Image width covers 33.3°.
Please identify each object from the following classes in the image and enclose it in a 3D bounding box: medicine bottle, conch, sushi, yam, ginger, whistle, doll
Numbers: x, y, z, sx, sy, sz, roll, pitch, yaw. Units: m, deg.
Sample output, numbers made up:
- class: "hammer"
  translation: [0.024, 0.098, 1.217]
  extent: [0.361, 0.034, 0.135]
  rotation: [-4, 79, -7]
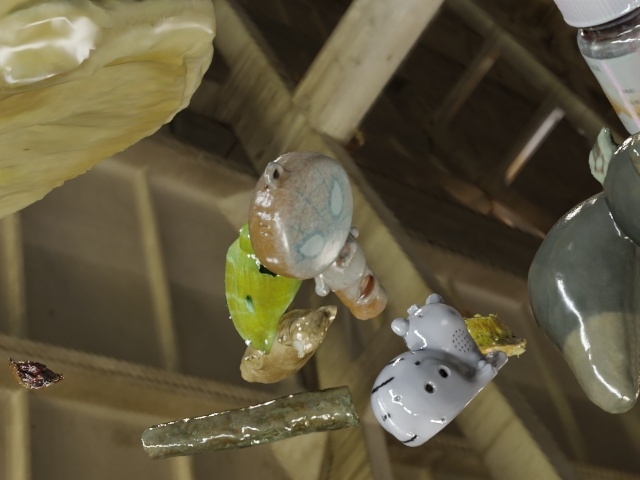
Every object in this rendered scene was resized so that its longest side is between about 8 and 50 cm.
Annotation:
- class: "medicine bottle"
  translation: [0.411, -0.262, 1.353]
  extent: [0.273, 0.165, 0.165]
  rotation: [50, -166, -25]
- class: "conch"
  translation: [-0.065, 0.031, 1.243]
  extent: [0.095, 0.201, 0.079]
  rotation: [36, -152, 23]
- class: "sushi"
  translation: [-0.498, 0.234, 1.866]
  extent: [0.099, 0.047, 0.050]
  rotation: [14, -108, -23]
- class: "yam"
  translation: [-0.088, 0.235, 1.361]
  extent: [0.061, 0.274, 0.061]
  rotation: [-12, -90, -88]
- class: "ginger"
  translation: [-0.045, 0.143, 1.503]
  extent: [0.086, 0.131, 0.294]
  rotation: [63, 165, 6]
- class: "whistle"
  translation: [0.000, 0.000, 0.920]
  extent: [0.057, 0.107, 0.220]
  rotation: [12, 155, 35]
- class: "doll"
  translation: [0.411, 0.057, 1.156]
  extent: [0.252, 0.378, 0.382]
  rotation: [4, -130, -12]

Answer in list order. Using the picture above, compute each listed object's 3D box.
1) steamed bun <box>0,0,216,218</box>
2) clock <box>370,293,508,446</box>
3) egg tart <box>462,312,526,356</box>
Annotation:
- class: "steamed bun"
  translation: [-0.162, -0.135, 0.636]
  extent: [0.247, 0.428, 0.189]
  rotation: [-14, -93, -22]
- class: "clock"
  translation: [0.111, 0.136, 1.153]
  extent: [0.117, 0.080, 0.176]
  rotation: [47, -132, 7]
- class: "egg tart"
  translation: [0.278, 0.183, 1.974]
  extent: [0.212, 0.212, 0.090]
  rotation: [-4, -91, -60]
